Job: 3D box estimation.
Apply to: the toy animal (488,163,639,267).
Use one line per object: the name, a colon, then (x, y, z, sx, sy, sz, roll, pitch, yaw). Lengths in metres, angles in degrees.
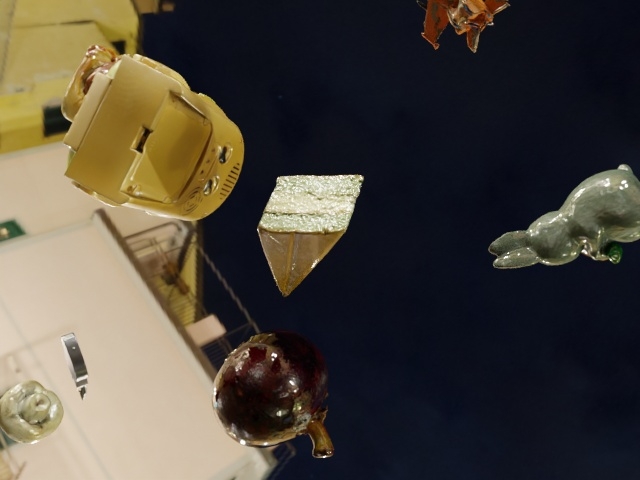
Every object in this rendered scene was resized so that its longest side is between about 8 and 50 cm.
toy animal: (0.374, -0.018, 1.089, 0.236, 0.108, 0.138, -20, -114, 22)

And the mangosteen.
mangosteen: (-0.065, 0.292, 1.345, 0.261, 0.235, 0.235, 42, -48, 10)

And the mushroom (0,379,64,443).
mushroom: (-0.664, 0.393, 1.675, 0.148, 0.148, 0.112, 54, -50, 13)

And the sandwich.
sandwich: (0.000, 0.000, 1.109, 0.144, 0.117, 0.187, 7, -37, 20)

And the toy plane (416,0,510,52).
toy plane: (0.144, -0.319, 0.898, 0.188, 0.062, 0.135, 51, -48, 21)

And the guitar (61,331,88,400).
guitar: (-0.459, 0.254, 1.385, 0.088, 0.025, 0.233, 60, -27, 23)

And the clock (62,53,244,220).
clock: (-0.262, -0.151, 1.249, 0.200, 0.317, 0.244, 31, -87, 26)

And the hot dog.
hot dog: (-0.436, -0.322, 1.535, 0.150, 0.256, 0.153, 26, -71, -6)
